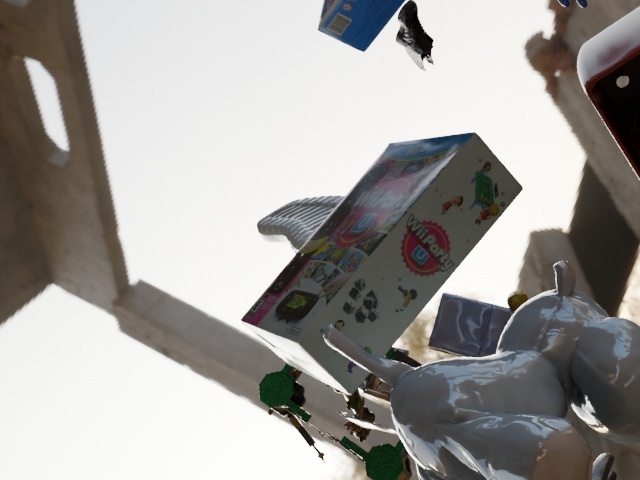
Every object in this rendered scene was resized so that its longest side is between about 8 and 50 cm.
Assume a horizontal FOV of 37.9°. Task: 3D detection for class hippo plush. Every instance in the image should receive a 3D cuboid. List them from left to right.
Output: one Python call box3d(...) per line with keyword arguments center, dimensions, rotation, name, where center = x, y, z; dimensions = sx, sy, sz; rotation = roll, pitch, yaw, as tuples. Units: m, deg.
box3d(center=(0.200, 0.168, 0.872), dimensions=(0.236, 0.294, 0.234), rotation=(-33, -50, -28), name="hippo plush")

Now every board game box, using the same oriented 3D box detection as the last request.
box3d(center=(0.063, 0.019, 1.091), dimensions=(0.303, 0.097, 0.224), rotation=(-49, 17, -13), name="board game box")
box3d(center=(0.121, -0.496, 1.412), dimensions=(0.308, 0.086, 0.302), rotation=(-45, 27, 50), name="board game box")

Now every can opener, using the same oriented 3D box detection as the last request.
box3d(center=(0.362, 0.334, 1.220), dimensions=(0.186, 0.073, 0.059), rotation=(-18, -69, -64), name="can opener")

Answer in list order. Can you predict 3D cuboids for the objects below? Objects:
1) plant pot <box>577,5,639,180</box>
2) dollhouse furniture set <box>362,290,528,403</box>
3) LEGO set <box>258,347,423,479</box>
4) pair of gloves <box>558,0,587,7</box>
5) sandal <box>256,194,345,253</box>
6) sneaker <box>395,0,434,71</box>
box3d(center=(0.523, -0.231, 1.347), dimensions=(0.267, 0.267, 0.236), rotation=(-34, 24, 13), name="plant pot")
box3d(center=(0.256, 0.210, 1.897), dimensions=(0.198, 0.286, 0.303), rotation=(47, -120, -68), name="dollhouse furniture set")
box3d(center=(0.081, 0.265, 1.538), dimensions=(0.255, 0.331, 0.192), rotation=(-62, -26, -13), name="LEGO set")
box3d(center=(0.384, -0.463, 1.431), dimensions=(0.023, 0.159, 0.198), rotation=(-22, -33, -26), name="pair of gloves")
box3d(center=(0.013, -0.008, 1.720), dimensions=(0.169, 0.416, 0.102), rotation=(-31, -72, -14), name="sandal")
box3d(center=(0.205, -0.430, 1.957), dimensions=(0.051, 0.089, 0.170), rotation=(-45, -15, -16), name="sneaker")
